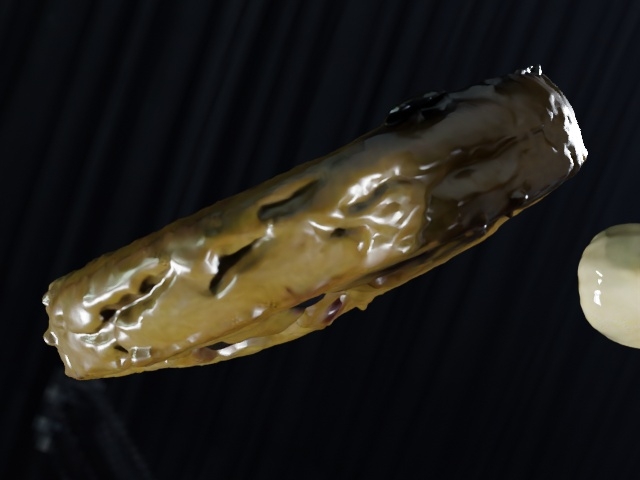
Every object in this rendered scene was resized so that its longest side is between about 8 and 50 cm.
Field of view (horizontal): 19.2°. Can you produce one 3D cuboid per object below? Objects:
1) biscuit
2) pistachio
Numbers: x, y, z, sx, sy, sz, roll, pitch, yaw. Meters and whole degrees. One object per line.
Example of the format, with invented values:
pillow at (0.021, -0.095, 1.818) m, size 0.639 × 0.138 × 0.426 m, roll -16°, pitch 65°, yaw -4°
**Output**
biscuit at (0.001, 0.002, 0.904) m, size 0.296 × 0.296 × 0.075 m, roll -19°, pitch -95°, yaw -64°
pistachio at (0.337, 0.049, 1.755) m, size 0.200 × 0.117 × 0.145 m, roll 11°, pitch 179°, yaw -1°
